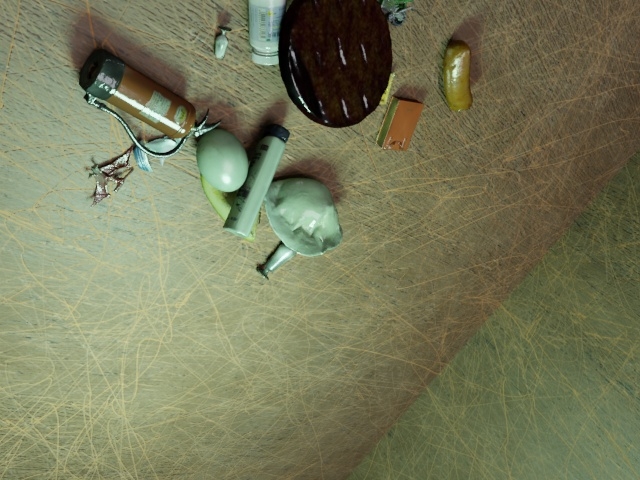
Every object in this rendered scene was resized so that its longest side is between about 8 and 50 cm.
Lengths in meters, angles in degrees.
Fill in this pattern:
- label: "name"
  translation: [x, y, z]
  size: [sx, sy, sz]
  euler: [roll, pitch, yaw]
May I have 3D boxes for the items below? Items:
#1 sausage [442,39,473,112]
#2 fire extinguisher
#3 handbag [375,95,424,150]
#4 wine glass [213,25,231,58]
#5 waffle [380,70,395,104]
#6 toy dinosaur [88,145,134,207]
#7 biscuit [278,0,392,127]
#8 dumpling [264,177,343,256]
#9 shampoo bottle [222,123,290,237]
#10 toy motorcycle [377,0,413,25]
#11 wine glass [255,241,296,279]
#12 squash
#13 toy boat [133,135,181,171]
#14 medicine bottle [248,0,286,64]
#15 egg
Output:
- label: "sausage"
  translation: [0.491, -0.587, 2.038]
  size: [0.108, 0.109, 0.271]
  euler: [-30, 138, -12]
- label: "fire extinguisher"
  translation: [-0.468, -0.350, 1.537]
  size: [0.200, 0.113, 0.376]
  euler: [-29, 145, 30]
- label: "handbag"
  translation: [0.285, -0.419, 2.061]
  size: [0.127, 0.063, 0.190]
  euler: [-1, 123, -36]
- label: "wine glass"
  translation: [-0.268, -0.543, 1.558]
  size: [0.038, 0.042, 0.083]
  euler: [17, 124, -2]
- label: "waffle"
  translation: [0.155, -0.510, 1.902]
  size: [0.190, 0.032, 0.125]
  euler: [-9, 132, -33]
- label: "toy dinosaur"
  translation: [-0.602, -0.183, 1.625]
  size: [0.108, 0.032, 0.220]
  euler: [29, 103, -44]
- label: "biscuit"
  translation: [0.044, -0.530, 1.631]
  size: [0.407, 0.091, 0.408]
  euler: [-14, 112, -37]
- label: "dumpling"
  translation: [-0.061, -0.082, 2.002]
  size: [0.320, 0.211, 0.270]
  euler: [-4, 92, -19]
- label: "shampoo bottle"
  translation: [-0.203, -0.188, 1.782]
  size: [0.078, 0.134, 0.360]
  euler: [25, 82, -26]
- label: "toy motorcycle"
  translation: [0.202, -0.729, 1.727]
  size: [0.190, 0.074, 0.106]
  euler: [12, 109, -42]
- label: "wine glass"
  translation: [-0.168, 0.076, 2.147]
  size: [0.155, 0.072, 0.072]
  euler: [-44, 139, 4]
- label: "squash"
  translation: [-0.313, -0.109, 1.848]
  size: [0.252, 0.093, 0.170]
  euler: [21, 72, -46]
- label: "toy boat"
  translation: [-0.475, -0.263, 1.646]
  size: [0.149, 0.034, 0.105]
  euler: [-39, 140, -1]
- label: "medicine bottle"
  translation: [-0.146, -0.587, 1.558]
  size: [0.102, 0.103, 0.187]
  euler: [-17, 133, -24]
- label: "egg"
  translation: [-0.294, -0.239, 1.708]
  size: [0.149, 0.149, 0.193]
  euler: [-23, 114, -19]
